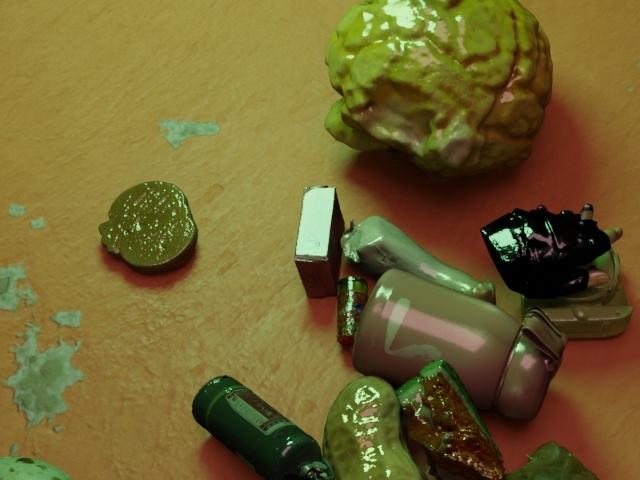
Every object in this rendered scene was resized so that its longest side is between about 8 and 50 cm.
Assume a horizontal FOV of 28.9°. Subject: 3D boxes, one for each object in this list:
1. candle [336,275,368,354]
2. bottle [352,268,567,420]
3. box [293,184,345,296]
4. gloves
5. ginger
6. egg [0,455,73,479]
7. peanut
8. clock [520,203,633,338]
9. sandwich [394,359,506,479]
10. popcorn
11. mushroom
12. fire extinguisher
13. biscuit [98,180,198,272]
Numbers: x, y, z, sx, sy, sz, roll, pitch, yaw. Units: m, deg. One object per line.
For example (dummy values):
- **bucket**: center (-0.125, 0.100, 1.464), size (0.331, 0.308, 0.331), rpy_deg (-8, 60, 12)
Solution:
- **candle**: center (0.050, 0.123, 1.983), size (0.052, 0.052, 0.130), rpy_deg (1, 57, 4)
- **bottle**: center (0.211, 0.155, 1.864), size (0.297, 0.206, 0.173), rpy_deg (21, 44, 15)
- **box**: center (0.000, 0.000, 2.030), size (0.060, 0.111, 0.156), rpy_deg (0, 56, 13)
- **gloves**: center (0.371, 0.009, 1.927), size (0.203, 0.124, 0.164), rpy_deg (-25, 76, -2)
- **ginger**: center (0.281, 0.406, 1.748), size (0.270, 0.123, 0.219), rpy_deg (-31, 41, -9)
- **egg**: center (-0.429, 0.392, 1.772), size (0.231, 0.169, 0.169), rpy_deg (23, 60, 36)
- **peanut**: center (0.081, 0.339, 1.794), size (0.149, 0.149, 0.313), rpy_deg (-11, 52, -4)
- **clock**: center (0.403, 0.046, 2.001), size (0.170, 0.069, 0.232), rpy_deg (-3, 57, 2)
- **sandwich**: center (0.175, 0.275, 1.744), size (0.109, 0.160, 0.185), rpy_deg (-30, 92, 11)
- **popcorn**: center (0.206, -0.282, 2.062), size (0.390, 0.354, 0.344), rpy_deg (-35, 43, -16)
- **mushroom**: center (0.157, 0.045, 2.004), size (0.278, 0.096, 0.099), rpy_deg (29, 65, 15)
- **fire extinguisher**: center (-0.069, 0.293, 1.795), size (0.294, 0.118, 0.093), rpy_deg (29, 103, 46)
- **biscuit**: center (-0.289, -0.016, 2.096), size (0.170, 0.050, 0.170), rpy_deg (-4, 62, 8)
